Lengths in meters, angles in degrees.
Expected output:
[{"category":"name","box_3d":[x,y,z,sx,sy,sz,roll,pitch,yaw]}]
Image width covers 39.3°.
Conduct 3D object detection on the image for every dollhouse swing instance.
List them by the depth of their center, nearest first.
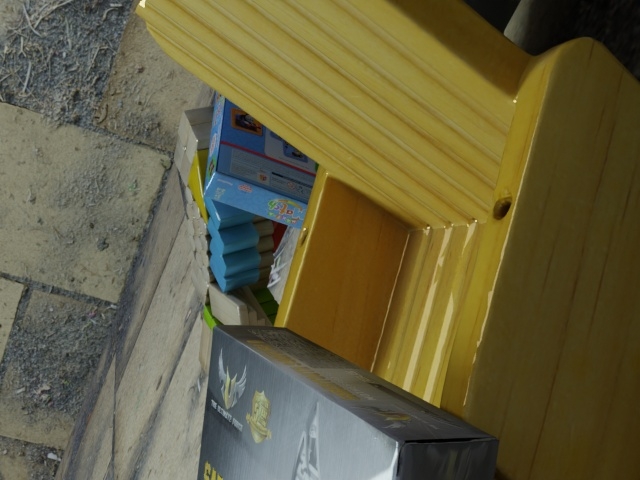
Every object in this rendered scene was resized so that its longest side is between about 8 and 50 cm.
[{"category":"dollhouse swing","box_3d":[0.000,0.000,0.582,0.347,0.305,0.315,-5,68,70]}]

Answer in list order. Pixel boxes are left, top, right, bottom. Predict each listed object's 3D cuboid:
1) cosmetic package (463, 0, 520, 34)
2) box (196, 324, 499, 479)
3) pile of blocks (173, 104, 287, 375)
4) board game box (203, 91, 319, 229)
[{"category":"cosmetic package","box_3d":[0.046,-0.238,0.598,0.197,0.155,0.365,-60,-18,-9]},{"category":"box","box_3d":[-0.006,0.159,0.486,0.231,0.056,0.183,17,102,62]},{"category":"pile of blocks","box_3d":[-0.074,0.025,1.011,0.149,0.112,0.362,31,131,54]},{"category":"board game box","box_3d":[-0.034,-0.100,0.929,0.039,0.160,0.211,-56,23,39]}]
